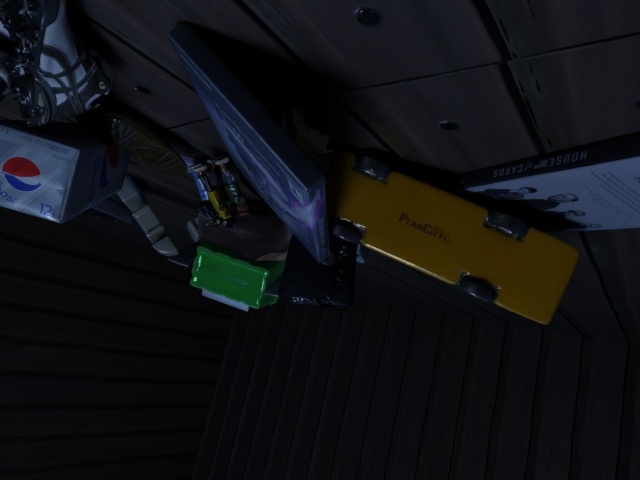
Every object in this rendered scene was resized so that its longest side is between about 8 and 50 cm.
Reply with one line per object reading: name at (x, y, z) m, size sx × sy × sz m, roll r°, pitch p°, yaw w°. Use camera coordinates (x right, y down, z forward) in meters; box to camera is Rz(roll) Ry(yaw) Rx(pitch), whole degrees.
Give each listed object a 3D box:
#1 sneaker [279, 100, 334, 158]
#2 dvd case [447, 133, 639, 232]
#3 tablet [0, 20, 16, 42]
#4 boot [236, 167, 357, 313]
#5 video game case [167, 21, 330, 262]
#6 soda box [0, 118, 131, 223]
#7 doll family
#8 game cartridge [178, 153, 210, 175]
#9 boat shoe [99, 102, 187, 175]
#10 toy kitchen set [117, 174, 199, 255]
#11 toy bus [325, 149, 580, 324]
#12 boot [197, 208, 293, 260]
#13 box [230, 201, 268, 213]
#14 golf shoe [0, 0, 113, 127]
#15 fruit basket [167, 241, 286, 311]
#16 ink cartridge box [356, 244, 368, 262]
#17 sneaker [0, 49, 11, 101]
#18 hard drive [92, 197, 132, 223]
sneaker at (-0.015, -0.130, 0.497) m, size 0.043 × 0.040 × 0.109 m, roll -8°, pitch 166°, yaw 18°
dvd case at (0.301, -0.052, 0.505) m, size 0.179 × 0.030 × 0.238 m, roll 20°, pitch 167°, yaw -28°
tablet at (-0.358, -0.234, 0.440) m, size 0.054 × 0.006 × 0.083 m, roll 14°, pitch 168°, yaw -1°
boot at (-0.036, -0.003, 0.689) m, size 0.246 × 0.208 × 0.094 m, roll 19°, pitch 168°, yaw -24°
video game case at (-0.060, -0.080, 0.486) m, size 0.196 × 0.026 × 0.274 m, roll 49°, pitch 171°, yaw 13°
soda box at (-0.345, -0.107, 0.594) m, size 0.097 × 0.091 × 0.286 m, roll 17°, pitch -170°, yaw -15°
doll family at (-0.162, -0.071, 0.685) m, size 0.075 × 0.112 × 0.193 m, roll -26°, pitch -160°, yaw -10°
game cartridge at (-0.243, -0.137, 0.766) m, size 0.083 × 0.017 × 0.056 m, roll 12°, pitch 172°, yaw 5°
boat shoe at (-0.254, -0.148, 0.637) m, size 0.056 × 0.049 × 0.152 m, roll -18°, pitch 153°, yaw 16°
toy kitchen set at (-0.360, -0.078, 1.035) m, size 0.207 × 0.166 × 0.122 m, roll 56°, pitch 163°, yaw -1°
toy bus at (0.157, -0.007, 0.578) m, size 0.332 × 0.108 × 0.130 m, roll 24°, pitch -176°, yaw 7°
boot at (-0.150, -0.029, 0.892) m, size 0.206 × 0.090 × 0.248 m, roll 15°, pitch 151°, yaw -11°
box at (-0.182, -0.053, 1.043) m, size 0.105 × 0.043 × 0.179 m, roll 14°, pitch 166°, yaw -7°
golf shoe at (-0.252, -0.188, 0.421) m, size 0.093 × 0.077 × 0.198 m, roll -20°, pitch 176°, yaw -37°
fruit basket at (-0.193, 0.062, 1.189) m, size 0.326 × 0.166 × 0.353 m, roll 18°, pitch -170°, yaw 5°
ink cartridge box at (0.000, 0.000, 1.080) m, size 0.223 × 0.046 × 0.224 m, roll 10°, pitch 168°, yaw 16°
sneaker at (-0.450, -0.207, 0.525) m, size 0.275 × 0.107 × 0.110 m, roll 1°, pitch 141°, yaw 43°
hard drive at (-0.724, -0.117, 1.330) m, size 0.171 × 0.054 × 0.254 m, roll 9°, pitch 168°, yaw 21°
